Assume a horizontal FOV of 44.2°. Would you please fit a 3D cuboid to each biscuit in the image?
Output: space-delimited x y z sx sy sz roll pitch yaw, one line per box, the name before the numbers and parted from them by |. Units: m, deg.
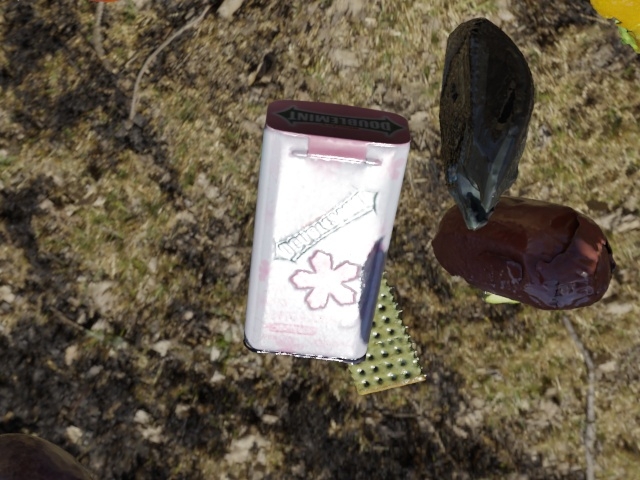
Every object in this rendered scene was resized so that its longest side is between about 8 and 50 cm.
biscuit | 0.081 0.142 1.333 0.139 0.016 0.231 -20 90 31

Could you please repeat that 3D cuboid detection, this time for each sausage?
sausage | 0.287 0.013 1.129 0.152 0.280 0.152 -9 106 -35

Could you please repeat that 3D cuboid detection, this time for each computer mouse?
computer mouse | 0.099 -0.069 0.457 0.047 0.135 0.079 4 154 -2

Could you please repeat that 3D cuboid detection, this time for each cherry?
cherry | -0.391 0.357 1.037 0.183 0.266 0.213 -36 115 -25

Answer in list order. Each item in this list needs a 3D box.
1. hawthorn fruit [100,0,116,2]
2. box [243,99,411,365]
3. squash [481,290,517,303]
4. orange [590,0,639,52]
hawthorn fruit | -0.187 -0.263 0.668 0.140 0.125 0.125 -31 112 34
box | 0.000 0.000 1.090 0.190 0.112 0.369 8 124 -3
squash | 0.377 0.027 1.367 0.220 0.220 0.133 -5 74 8
orange | 0.442 -0.386 1.011 0.196 0.334 0.262 18 89 37
